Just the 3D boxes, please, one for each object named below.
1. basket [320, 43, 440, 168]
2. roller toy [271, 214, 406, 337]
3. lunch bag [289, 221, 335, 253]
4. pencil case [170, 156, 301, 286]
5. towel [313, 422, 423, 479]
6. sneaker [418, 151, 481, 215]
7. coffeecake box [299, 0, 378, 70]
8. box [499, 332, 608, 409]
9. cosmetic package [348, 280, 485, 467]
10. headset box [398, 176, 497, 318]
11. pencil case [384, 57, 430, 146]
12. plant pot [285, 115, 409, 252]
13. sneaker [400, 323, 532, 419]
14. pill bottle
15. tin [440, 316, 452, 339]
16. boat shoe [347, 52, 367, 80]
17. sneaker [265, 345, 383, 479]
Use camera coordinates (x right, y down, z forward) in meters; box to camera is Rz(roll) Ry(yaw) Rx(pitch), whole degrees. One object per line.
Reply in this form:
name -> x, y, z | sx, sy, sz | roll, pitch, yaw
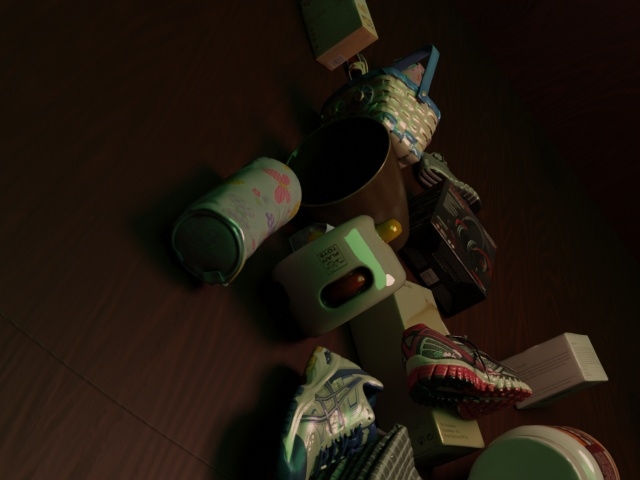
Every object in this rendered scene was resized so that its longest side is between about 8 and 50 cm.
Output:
basket -> 0.130, -0.274, 1.804 | 0.201, 0.254, 0.289 | 43, 42, -25
roller toy -> 0.027, 0.050, 1.361 | 0.191, 0.209, 0.146 | -28, 86, -48
lunch bag -> 0.000, 0.000, 1.491 | 0.071, 0.083, 0.053 | 19, 47, -50
pencil case -> -0.119, -0.035, 1.296 | 0.124, 0.113, 0.273 | 64, 26, -14
towel -> 0.092, 0.416, 1.187 | 0.235, 0.121, 0.284 | 56, 27, -7
sneaker -> 0.334, -0.160, 2.221 | 0.228, 0.086, 0.132 | 37, 32, -35
coffeecake box -> 0.040, -0.521, 2.021 | 0.068, 0.142, 0.186 | 24, 44, -50
box -> 0.543, 0.306, 1.992 | 0.181, 0.181, 0.119 | 12, 53, -55
cosmetic package -> 0.161, 0.231, 1.500 | 0.160, 0.113, 0.310 | 20, 47, -51
headset box -> 0.292, 0.004, 1.951 | 0.218, 0.110, 0.293 | 53, 28, -11
pencil case -> 0.220, -0.347, 2.177 | 0.124, 0.124, 0.284 | 42, 32, -29
plant pot -> 0.075, -0.076, 1.596 | 0.230, 0.215, 0.215 | 54, 24, -42
sneaker -> 0.246, 0.216, 1.407 | 0.299, 0.120, 0.112 | 28, 39, -44
pill bottle -> 0.393, 0.436, 1.495 | 0.392, 0.224, 0.224 | 26, 40, -63
tin -> 0.216, 0.204, 1.706 | 0.106, 0.040, 0.189 | 62, 27, -3
boat shoe -> 0.090, -0.413, 2.105 | 0.043, 0.049, 0.137 | 12, 57, -53
sneaker -> 0.015, 0.255, 1.180 | 0.130, 0.112, 0.296 | 23, 32, 4
